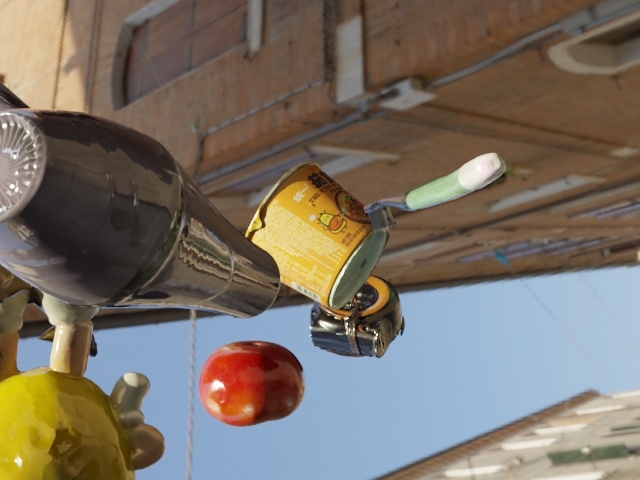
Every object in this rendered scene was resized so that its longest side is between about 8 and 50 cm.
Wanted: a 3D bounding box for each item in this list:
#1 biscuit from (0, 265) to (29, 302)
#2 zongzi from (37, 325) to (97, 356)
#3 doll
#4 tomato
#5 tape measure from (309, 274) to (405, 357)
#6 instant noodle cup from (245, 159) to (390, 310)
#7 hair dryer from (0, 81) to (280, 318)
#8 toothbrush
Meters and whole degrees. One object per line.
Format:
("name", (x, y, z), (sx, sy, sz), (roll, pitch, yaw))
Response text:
("biscuit", (-0.382, -0.082, 0.826), (0.326, 0.107, 0.326), (46, -179, -1))
("zongzi", (-0.374, 0.131, 1.310), (0.083, 0.073, 0.067), (19, -159, -39))
("doll", (-0.360, 0.231, 1.048), (0.161, 0.348, 0.423), (107, -177, -87))
("tomato", (-0.122, 0.250, 1.546), (0.195, 0.195, 0.136), (-11, -77, -53))
("tape measure", (0.083, 0.172, 1.951), (0.223, 0.202, 0.135), (-56, -36, -48))
("instant noodle cup", (0.000, 0.000, 1.427), (0.172, 0.216, 0.216), (34, -147, 18))
("hair dryer", (-0.202, -0.071, 0.660), (0.361, 0.121, 0.301), (40, -177, 27))
("toothbrush", (0.061, -0.026, 0.535), (0.018, 0.257, 0.024), (-21, -91, -10))
